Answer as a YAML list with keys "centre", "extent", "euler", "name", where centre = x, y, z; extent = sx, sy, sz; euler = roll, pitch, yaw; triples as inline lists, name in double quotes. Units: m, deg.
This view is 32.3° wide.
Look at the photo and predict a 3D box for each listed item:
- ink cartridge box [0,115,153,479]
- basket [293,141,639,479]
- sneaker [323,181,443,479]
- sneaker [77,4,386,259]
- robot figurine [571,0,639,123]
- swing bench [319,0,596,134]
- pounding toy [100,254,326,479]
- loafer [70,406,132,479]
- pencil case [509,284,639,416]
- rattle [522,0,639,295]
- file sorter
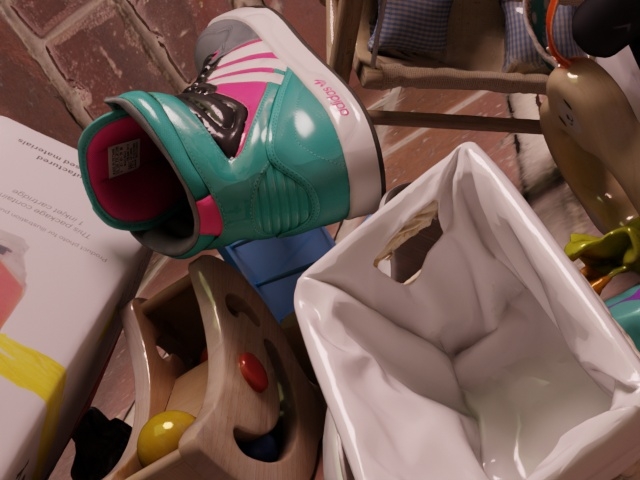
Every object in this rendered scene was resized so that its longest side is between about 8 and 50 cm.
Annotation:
- centre: [-0.271, 0.136, 0.783]
  extent: [0.279, 0.160, 0.385]
  euler: [-61, 4, 37]
  name: "ink cartridge box"
- centre: [0.076, 0.061, 0.458]
  extent: [0.113, 0.103, 0.167]
  euler: [-40, 40, 13]
  name: "basket"
- centre: [0.060, 0.093, 0.638]
  extent: [0.290, 0.106, 0.123]
  euler: [-74, -5, -53]
  name: "sneaker"
- centre: [-0.090, -0.079, 0.803]
  extent: [0.178, 0.124, 0.295]
  euler: [-16, 30, -16]
  name: "sneaker"
- centre: [0.279, -0.148, 0.642]
  extent: [0.174, 0.209, 0.278]
  euler: [-61, 8, -21]
  name: "robot figurine"
- centre: [0.138, -0.214, 0.894]
  extent: [0.253, 0.165, 0.255]
  euler: [2, -28, -7]
  name: "swing bench"
- centre: [-0.044, 0.084, 0.745]
  extent: [0.155, 0.154, 0.269]
  euler: [-32, 12, 17]
  name: "pounding toy"
- centre: [-0.205, 0.193, 1.005]
  extent: [0.061, 0.062, 0.170]
  euler: [-45, 13, -21]
  name: "loafer"
- centre: [0.163, 0.049, 0.519]
  extent: [0.151, 0.064, 0.070]
  euler: [-31, 1, 23]
  name: "pencil case"
- centre: [0.123, -0.041, 0.636]
  extent: [0.142, 0.200, 0.130]
  euler: [-27, 36, 13]
  name: "rattle"
- centre: [0.000, 0.000, 0.929]
  extent: [0.104, 0.170, 0.118]
  euler: [-20, 19, 41]
  name: "file sorter"
